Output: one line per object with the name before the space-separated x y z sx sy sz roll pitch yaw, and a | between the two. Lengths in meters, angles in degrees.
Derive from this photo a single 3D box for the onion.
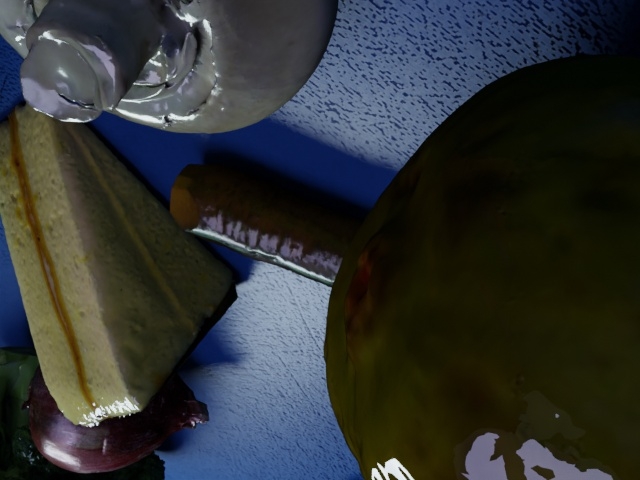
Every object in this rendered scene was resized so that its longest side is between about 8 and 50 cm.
onion | -0.210 0.171 1.258 0.195 0.159 0.159 8 141 5

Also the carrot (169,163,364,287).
carrot | 0.000 0.000 0.956 0.260 0.070 0.070 20 142 18

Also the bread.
bread | -0.235 0.024 1.089 0.264 0.163 0.167 47 144 -15

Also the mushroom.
mushroom | -0.111 -0.161 0.743 0.246 0.202 0.246 14 143 11

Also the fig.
fig | 0.181 0.062 0.683 0.343 0.343 0.343 22 143 18

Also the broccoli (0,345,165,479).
broccoli | -0.337 0.261 1.397 0.307 0.308 0.275 13 96 27
